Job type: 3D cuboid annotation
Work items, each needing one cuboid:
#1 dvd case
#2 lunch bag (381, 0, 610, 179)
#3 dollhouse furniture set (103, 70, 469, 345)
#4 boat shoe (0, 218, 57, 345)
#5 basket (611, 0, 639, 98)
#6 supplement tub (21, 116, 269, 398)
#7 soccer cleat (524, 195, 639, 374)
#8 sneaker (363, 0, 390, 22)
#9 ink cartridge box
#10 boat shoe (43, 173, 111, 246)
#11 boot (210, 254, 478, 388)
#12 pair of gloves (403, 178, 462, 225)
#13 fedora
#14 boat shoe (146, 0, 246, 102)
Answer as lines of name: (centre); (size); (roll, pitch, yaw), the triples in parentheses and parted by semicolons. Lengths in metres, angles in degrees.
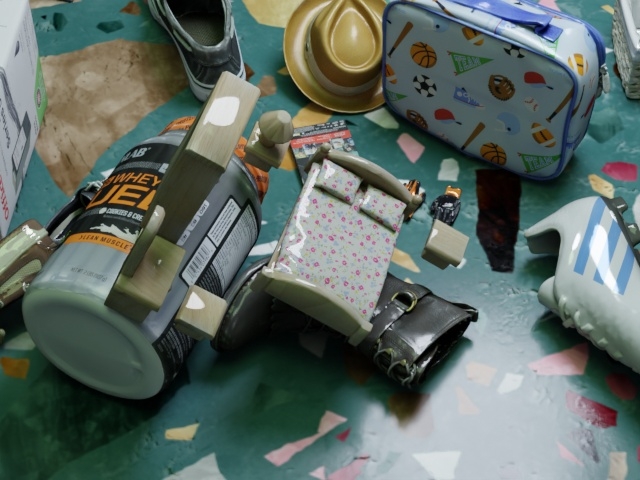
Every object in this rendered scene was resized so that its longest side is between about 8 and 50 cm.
dvd case: (0.007, -0.114, 1.698); (0.087, 0.013, 0.119); (-11, 49, -10)
lunch bag: (0.226, -0.224, 1.644); (0.303, 0.243, 0.115); (25, 54, 20)
dollhouse furniture set: (0.000, 0.000, 1.340); (0.355, 0.174, 0.303); (28, 54, -9)
boat shoe: (-0.406, 0.088, 1.467); (0.257, 0.095, 0.095); (-41, 97, -11)
basket: (0.482, -0.289, 1.796); (0.113, 0.103, 0.167); (0, 48, 0)
supplement tub: (-0.192, 0.011, 1.469); (0.193, 0.194, 0.316); (17, 51, 14)
soccer cleat: (0.343, 0.090, 1.477); (0.143, 0.116, 0.331); (-20, 48, 3)
sneaker: (0.083, -0.334, 1.867); (0.083, 0.098, 0.224); (44, 77, -7)
ink cartridge box: (-0.444, -0.160, 1.611); (0.114, 0.198, 0.273); (4, 50, 1)
boat shoe: (-0.281, -0.040, 1.597); (0.075, 0.065, 0.206); (27, 54, 21)
boot: (0.029, 0.097, 1.465); (0.263, 0.091, 0.229); (-35, 57, -29)
pair of gloves: (0.142, -0.049, 1.646); (0.083, 0.010, 0.074); (13, 49, 7)
fedora: (0.041, -0.278, 1.754); (0.194, 0.079, 0.194); (2, 77, -8)
boat shoe: (-0.178, -0.348, 1.828); (0.121, 0.119, 0.335); (-16, 51, -14)
